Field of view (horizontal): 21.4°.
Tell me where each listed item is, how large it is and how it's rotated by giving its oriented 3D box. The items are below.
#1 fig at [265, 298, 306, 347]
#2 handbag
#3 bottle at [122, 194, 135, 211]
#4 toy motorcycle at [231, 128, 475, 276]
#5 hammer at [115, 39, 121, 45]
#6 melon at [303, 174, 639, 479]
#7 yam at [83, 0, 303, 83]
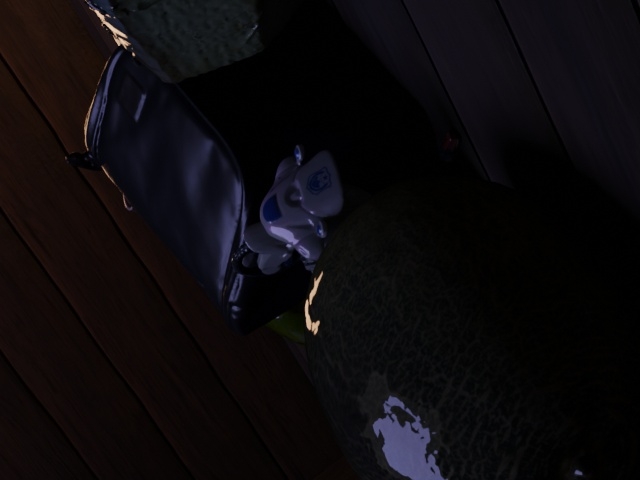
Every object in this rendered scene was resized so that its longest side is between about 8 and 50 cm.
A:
[{"bbox_3d":[0.000,0.000,1.955,0.206,0.206,0.275,58,-165,-22],"label":"fig"},{"bbox_3d":[-0.086,-0.095,1.553,0.302,0.275,0.178,50,-178,27],"label":"handbag"},{"bbox_3d":[-0.120,-0.104,1.838,0.173,0.206,0.297,14,-174,-38],"label":"bottle"},{"bbox_3d":[0.039,-0.019,1.420,0.150,0.221,0.102,108,150,-54],"label":"toy motorcycle"},{"bbox_3d":[-0.135,-0.213,2.073,0.206,0.119,0.335,56,167,-27],"label":"hammer"},{"bbox_3d":[0.113,0.083,1.225,0.248,0.248,0.329,59,177,-33],"label":"melon"},{"bbox_3d":[-0.108,-0.258,1.356,0.271,0.202,0.201,65,-171,-61],"label":"yam"}]
